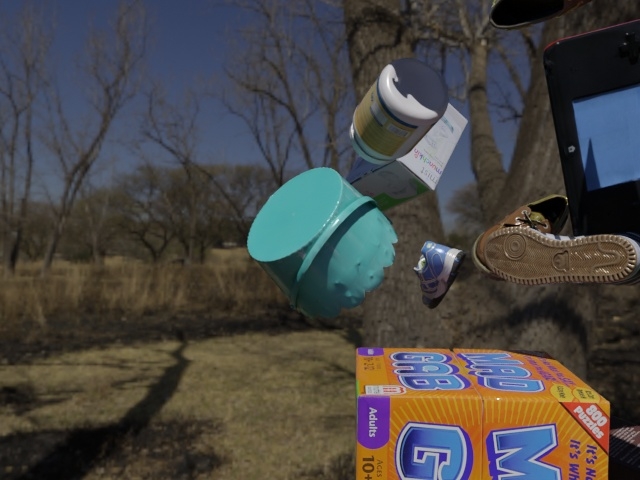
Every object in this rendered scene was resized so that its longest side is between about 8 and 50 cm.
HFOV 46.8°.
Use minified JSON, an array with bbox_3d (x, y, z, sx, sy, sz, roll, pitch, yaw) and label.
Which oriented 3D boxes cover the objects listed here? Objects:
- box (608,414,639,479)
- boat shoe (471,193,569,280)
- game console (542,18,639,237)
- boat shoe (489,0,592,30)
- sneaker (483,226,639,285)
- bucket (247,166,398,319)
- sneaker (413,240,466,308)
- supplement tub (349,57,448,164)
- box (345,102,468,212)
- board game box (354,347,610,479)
[{"bbox_3d":[0.689,0.524,1.641,0.167,0.168,0.203,-20,21,-36],"label":"box"},{"bbox_3d":[0.404,-0.021,1.474,0.111,0.104,0.307,41,40,15],"label":"boat shoe"},{"bbox_3d":[0.599,-0.205,1.343,0.342,0.386,0.060,-15,12,-4],"label":"game console"},{"bbox_3d":[0.449,-0.472,1.371,0.305,0.109,0.091,-14,25,50],"label":"boat shoe"},{"bbox_3d":[0.431,0.028,1.268,0.153,0.099,0.282,0,2,-43],"label":"sneaker"},{"bbox_3d":[0.000,0.000,1.499,0.281,0.281,0.183,0,-36,48],"label":"bucket"},{"bbox_3d":[0.233,0.066,1.503,0.081,0.080,0.211,29,-31,13],"label":"sneaker"},{"bbox_3d":[0.150,-0.251,1.472,0.144,0.144,0.200,3,-24,-20],"label":"supplement tub"},{"bbox_3d":[0.200,-0.209,1.822,0.127,0.231,0.262,37,-28,-17],"label":"box"},{"bbox_3d":[0.233,0.387,1.215,0.356,0.356,0.356,1,3,2],"label":"board game box"}]
